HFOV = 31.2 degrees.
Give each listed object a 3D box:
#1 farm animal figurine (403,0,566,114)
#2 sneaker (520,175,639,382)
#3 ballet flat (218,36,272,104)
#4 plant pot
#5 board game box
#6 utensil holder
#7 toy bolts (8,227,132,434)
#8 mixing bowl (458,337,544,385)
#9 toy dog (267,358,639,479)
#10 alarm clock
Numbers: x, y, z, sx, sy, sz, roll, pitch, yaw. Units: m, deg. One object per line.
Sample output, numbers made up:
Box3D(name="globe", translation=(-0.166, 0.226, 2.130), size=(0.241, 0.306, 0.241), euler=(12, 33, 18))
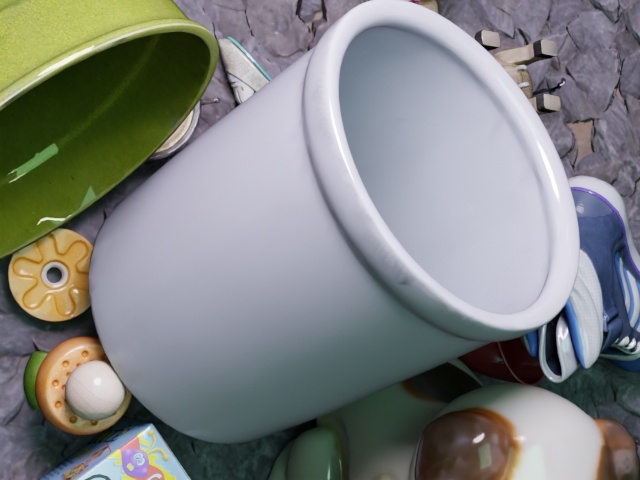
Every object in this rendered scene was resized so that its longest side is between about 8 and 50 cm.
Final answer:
Box3D(name="farm animal figurine", translation=(0.142, -0.217, 1.377), size=(0.326, 0.172, 0.331), euler=(22, 71, -33))
Box3D(name="sneaker", translation=(0.317, 0.108, 1.382), size=(0.236, 0.130, 0.323), euler=(-56, 133, -36))
Box3D(name="ballet flat", translation=(-0.067, -0.163, 1.337), size=(0.168, 0.057, 0.052), euler=(44, 82, -15))
Box3D(name="plant pot", translation=(-0.345, -0.210, 1.072), size=(0.366, 0.366, 0.353), euler=(-35, 82, -20))
Box3D(name="board game box", translation=(-0.261, 0.323, 1.182), size=(0.275, 0.144, 0.142), euler=(-36, 98, -20))
Box3D(name="utensil holder", translation=(0.000, 0.000, 1.128), size=(0.327, 0.385, 0.328), euler=(25, 51, -35))
Box3D(name="toy bolts", translation=(-0.306, 0.095, 1.168), size=(0.228, 0.158, 0.218), euler=(-2, 88, -23))
Box3D(name="mixing bowl", translation=(0.204, 0.091, 1.397), size=(0.181, 0.098, 0.182), euler=(21, 64, -54))
Box3D(name="toy dog", translation=(0.155, 0.249, 1.219), size=(0.284, 0.408, 0.396), euler=(18, 81, -21))
Box3D(name="alarm clock", translation=(-0.217, -0.161, 1.268), size=(0.192, 0.064, 0.129), euler=(33, 76, -20))
